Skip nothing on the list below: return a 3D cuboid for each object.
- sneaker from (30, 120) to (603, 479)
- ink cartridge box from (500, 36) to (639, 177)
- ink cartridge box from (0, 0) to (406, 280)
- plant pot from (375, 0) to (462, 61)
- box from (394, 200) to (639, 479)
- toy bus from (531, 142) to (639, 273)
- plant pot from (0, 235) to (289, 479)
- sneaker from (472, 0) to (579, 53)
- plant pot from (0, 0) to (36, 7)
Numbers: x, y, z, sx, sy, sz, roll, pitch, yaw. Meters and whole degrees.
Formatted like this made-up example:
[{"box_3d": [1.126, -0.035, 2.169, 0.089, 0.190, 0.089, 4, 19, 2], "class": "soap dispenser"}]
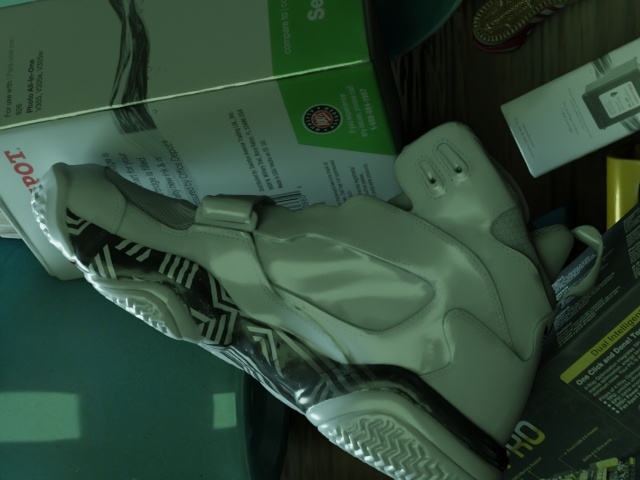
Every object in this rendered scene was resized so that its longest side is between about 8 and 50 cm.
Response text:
[{"box_3d": [0.000, 0.000, 0.988, 0.366, 0.137, 0.210, 32, 87, 12], "class": "sneaker"}, {"box_3d": [0.233, -0.113, 1.078, 0.180, 0.104, 0.060, -25, 89, 27], "class": "ink cartridge box"}, {"box_3d": [-0.091, -0.088, 1.097, 0.289, 0.211, 0.121, -9, 59, 7], "class": "ink cartridge box"}, {"box_3d": [-0.041, -0.272, 1.104, 0.290, 0.290, 0.195, -23, 57, 28], "class": "plant pot"}, {"box_3d": [0.293, 0.122, 1.036, 0.318, 0.097, 0.395, 33, 119, -18], "class": "box"}, {"box_3d": [0.257, 0.023, 1.097, 0.202, 0.104, 0.191, 47, 117, 10], "class": "toy bus"}, {"box_3d": [-0.163, 0.126, 1.248, 0.255, 0.271, 0.271, -1, 101, 10], "class": "plant pot"}, {"box_3d": [0.165, -0.182, 1.137, 0.118, 0.067, 0.042, -30, 85, -2], "class": "sneaker"}, {"box_3d": [-0.225, -0.168, 1.256, 0.234, 0.166, 0.165, -11, 97, 20], "class": "plant pot"}]
